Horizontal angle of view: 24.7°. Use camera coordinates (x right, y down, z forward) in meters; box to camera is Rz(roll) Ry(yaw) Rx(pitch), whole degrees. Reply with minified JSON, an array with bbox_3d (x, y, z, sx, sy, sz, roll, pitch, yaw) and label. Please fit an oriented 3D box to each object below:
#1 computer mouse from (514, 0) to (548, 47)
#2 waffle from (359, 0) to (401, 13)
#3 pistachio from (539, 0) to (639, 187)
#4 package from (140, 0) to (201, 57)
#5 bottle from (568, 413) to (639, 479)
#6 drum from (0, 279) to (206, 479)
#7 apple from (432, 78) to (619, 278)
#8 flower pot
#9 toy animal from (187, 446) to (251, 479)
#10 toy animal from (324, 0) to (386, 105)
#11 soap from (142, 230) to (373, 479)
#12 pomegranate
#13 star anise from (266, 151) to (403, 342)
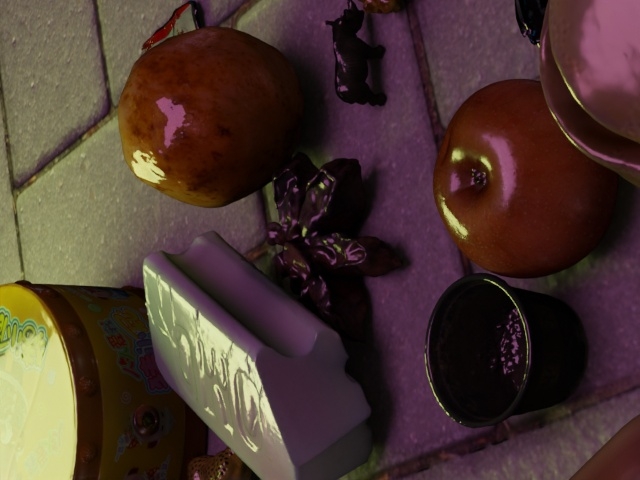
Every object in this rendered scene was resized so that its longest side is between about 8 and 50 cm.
[{"bbox_3d":[0.268,-0.261,1.460,0.146,0.077,0.242,-14,68,30],"label":"computer mouse"},{"bbox_3d":[0.082,-0.363,1.733,0.191,0.038,0.191,-6,82,51],"label":"waffle"},{"bbox_3d":[0.352,-0.192,1.180,0.281,0.365,0.446,71,178,-65],"label":"pistachio"},{"bbox_3d":[-0.210,-0.211,2.085,0.166,0.040,0.232,-31,63,46],"label":"package"},{"bbox_3d":[0.329,0.246,1.285,0.206,0.173,0.297,47,122,17],"label":"bottle"},{"bbox_3d":[-0.359,0.265,2.092,0.431,0.214,0.431,-8,80,51],"label":"drum"},{"bbox_3d":[0.198,-0.062,1.466,0.201,0.162,0.201,-10,77,48],"label":"apple"},{"bbox_3d":[0.197,0.112,1.499,0.157,0.106,0.158,-4,85,54],"label":"flower pot"},{"bbox_3d":[-0.134,0.316,1.934,0.181,0.073,0.136,-28,57,60],"label":"toy animal"},{"bbox_3d":[0.040,-0.227,1.754,0.047,0.065,0.136,-13,76,49],"label":"toy animal"},{"bbox_3d":[-0.080,0.157,1.784,0.347,0.115,0.208,37,141,45],"label":"soap"},{"bbox_3d":[-0.139,-0.157,1.837,0.248,0.248,0.248,-6,82,51],"label":"pomegranate"},{"bbox_3d":[0.004,0.004,1.756,0.220,0.099,0.214,32,121,47],"label":"star anise"}]
